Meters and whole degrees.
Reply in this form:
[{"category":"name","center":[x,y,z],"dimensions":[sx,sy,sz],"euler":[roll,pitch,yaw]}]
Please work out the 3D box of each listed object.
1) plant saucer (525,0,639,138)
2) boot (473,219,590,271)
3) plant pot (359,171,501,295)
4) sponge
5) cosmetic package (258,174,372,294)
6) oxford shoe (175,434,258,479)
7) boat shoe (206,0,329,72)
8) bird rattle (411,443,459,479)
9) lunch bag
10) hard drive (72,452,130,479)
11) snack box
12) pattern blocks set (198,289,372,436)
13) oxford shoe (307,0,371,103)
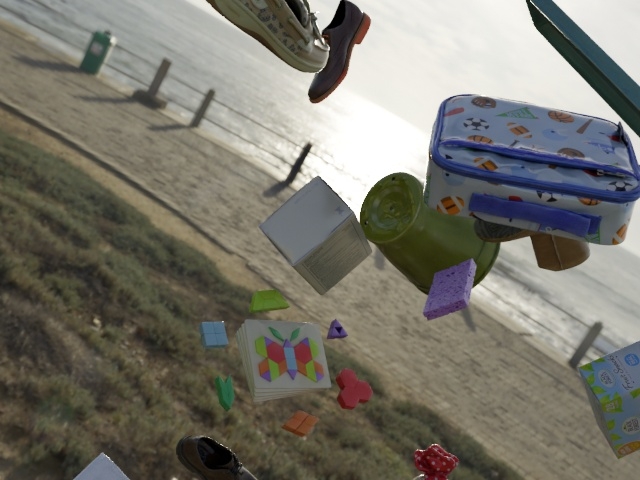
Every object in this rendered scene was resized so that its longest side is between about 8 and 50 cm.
[{"category":"plant saucer","center":[0.245,-0.145,0.628],"dimensions":[0.192,0.018,0.067],"euler":[57,13,26]},{"category":"boot","center":[0.512,0.002,1.726],"dimensions":[0.269,0.236,0.089],"euler":[49,31,-52]},{"category":"plant pot","center":[0.316,-0.044,2.268],"dimensions":[0.353,0.366,0.366],"euler":[27,10,-41]},{"category":"sponge","center":[0.341,0.128,1.897],"dimensions":[0.031,0.117,0.210],"euler":[58,29,-15]},{"category":"cosmetic package","center":[0.000,0.000,1.490],"dimensions":[0.113,0.160,0.309],"euler":[48,-3,19]},{"category":"oxford shoe","center":[-0.200,0.497,1.543],"dimensions":[0.227,0.096,0.082],"euler":[40,50,-17]},{"category":"boat shoe","center":[-0.058,-0.318,1.005],"dimensions":[0.104,0.089,0.285],"euler":[53,18,24]},{"category":"bird rattle","center":[0.267,0.650,1.820],"dimensions":[0.207,0.254,0.143],"euler":[52,-22,3]},{"category":"lunch bag","center":[0.303,-0.103,1.026],"dimensions":[0.304,0.114,0.243],"euler":[10,36,8]},{"category":"hard drive","center":[-0.297,0.431,0.826],"dimensions":[0.210,0.040,0.319],"euler":[47,43,0]},{"category":"snack box","center":[0.474,0.196,0.985],"dimensions":[0.174,0.207,0.070],"euler":[56,12,-42]},{"category":"pattern blocks set","center":[-0.063,0.222,1.357],"dimensions":[0.325,0.026,0.285],"euler":[-10,68,-41]},{"category":"oxford shoe","center":[0.023,-0.468,1.789],"dimensions":[0.098,0.271,0.097],"euler":[32,-12,-37]}]
